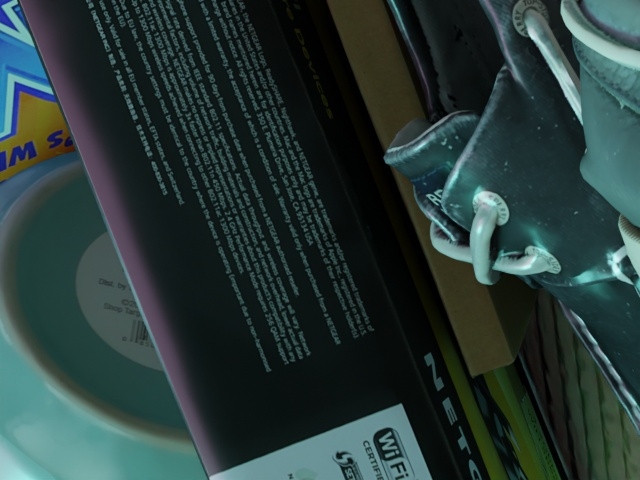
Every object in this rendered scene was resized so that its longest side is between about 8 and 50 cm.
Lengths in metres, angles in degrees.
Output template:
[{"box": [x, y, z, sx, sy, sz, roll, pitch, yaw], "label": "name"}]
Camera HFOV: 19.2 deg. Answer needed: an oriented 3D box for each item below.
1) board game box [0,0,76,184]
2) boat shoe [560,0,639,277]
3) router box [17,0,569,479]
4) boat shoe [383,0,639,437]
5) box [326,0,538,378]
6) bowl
[{"box": [-0.294, -0.218, 0.915, 0.356, 0.356, 0.356, 76, 172, -57], "label": "board game box"}, {"box": [0.123, -0.035, 0.347, 0.099, 0.116, 0.319, 67, 170, -8], "label": "boat shoe"}, {"box": [0.000, 0.000, 0.695, 0.243, 0.081, 0.309, -18, -94, -79], "label": "router box"}, {"box": [0.070, -0.030, 0.553, 0.108, 0.102, 0.301, 171, 78, -74], "label": "boat shoe"}, {"box": [0.031, -0.062, 0.669, 0.164, 0.021, 0.201, -38, -72, -78], "label": "box"}, {"box": [-0.076, 0.074, 0.894, 0.311, 0.311, 0.163, 59, 146, 31], "label": "bowl"}]
